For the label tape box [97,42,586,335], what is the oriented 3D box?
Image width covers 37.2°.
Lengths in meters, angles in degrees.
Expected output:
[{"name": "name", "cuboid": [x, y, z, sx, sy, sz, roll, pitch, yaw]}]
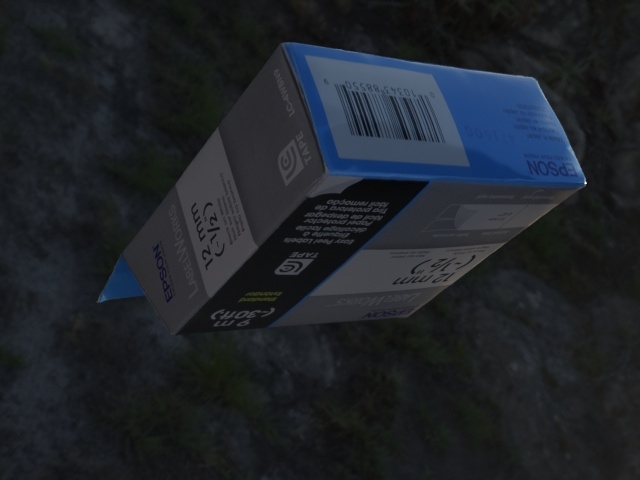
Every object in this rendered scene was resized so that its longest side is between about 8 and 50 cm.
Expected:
[{"name": "label tape box", "cuboid": [0.000, 0.000, 0.776, 0.249, 0.347, 0.115, -1, 59, -37]}]
